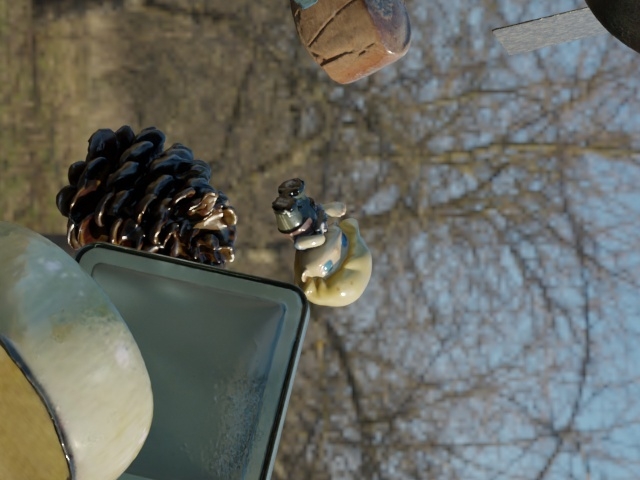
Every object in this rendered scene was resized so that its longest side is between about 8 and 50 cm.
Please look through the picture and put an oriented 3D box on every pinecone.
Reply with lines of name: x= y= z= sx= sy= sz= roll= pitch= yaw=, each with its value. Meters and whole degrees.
pinecone: x=-0.229 y=-0.029 z=1.782 sx=0.272 sy=0.224 sz=0.224 roll=42 pitch=-37 yaw=36

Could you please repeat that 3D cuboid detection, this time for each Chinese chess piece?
Chinese chess piece: x=-0.259 y=0.107 z=1.115 sx=0.104 sy=0.257 sz=0.257 roll=-39 pitch=147 yaw=-39

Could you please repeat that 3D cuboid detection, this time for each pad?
pad: x=0.238 y=-0.194 z=1.183 sx=0.235 sy=0.158 sz=0.003 roll=-15 pitch=93 yaw=-77

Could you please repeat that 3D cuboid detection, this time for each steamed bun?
steamed bun: x=0.038 y=-0.306 z=1.788 sx=0.145 sy=0.106 sz=0.175 roll=-26 pitch=-87 yaw=44

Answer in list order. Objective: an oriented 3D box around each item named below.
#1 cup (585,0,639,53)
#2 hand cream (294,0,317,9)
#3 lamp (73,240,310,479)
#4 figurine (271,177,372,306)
cup: x=0.174 y=-0.204 z=0.671 sx=0.177 sy=0.239 sz=0.166 roll=61 pitch=45 yaw=-66
hand cream: x=0.090 y=-0.391 z=1.537 sx=0.085 sy=0.331 sz=0.058 roll=53 pitch=0 yaw=20
lamp: x=-0.165 y=0.149 z=1.412 sx=0.047 sy=0.269 sz=0.266 roll=91 pitch=13 yaw=-71
figurine: x=0.000 y=0.000 z=1.755 sx=0.114 sy=0.108 sz=0.196 roll=-77 pitch=152 yaw=-43
